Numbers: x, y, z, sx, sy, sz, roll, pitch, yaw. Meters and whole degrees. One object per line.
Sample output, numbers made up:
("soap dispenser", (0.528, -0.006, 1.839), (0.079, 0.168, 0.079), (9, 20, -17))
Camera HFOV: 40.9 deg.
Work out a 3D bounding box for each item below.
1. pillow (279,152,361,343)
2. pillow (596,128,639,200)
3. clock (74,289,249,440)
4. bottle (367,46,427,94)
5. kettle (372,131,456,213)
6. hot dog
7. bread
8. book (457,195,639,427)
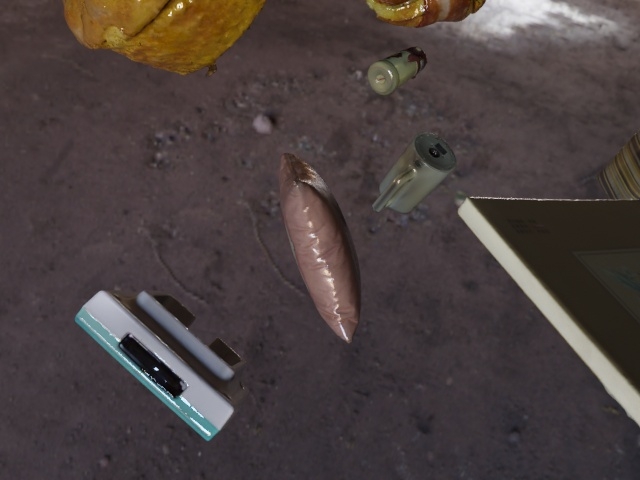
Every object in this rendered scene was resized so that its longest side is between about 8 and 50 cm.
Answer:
("pillow", (0.000, 0.000, 1.183), (0.084, 0.236, 0.223), (-22, 14, 3))
("pillow", (0.573, -0.134, 1.530), (0.038, 0.203, 0.113), (-1, 56, -25))
("clock", (-0.218, 0.169, 1.295), (0.262, 0.231, 0.116), (40, 83, 4))
("bottle", (0.108, -0.237, 1.172), (0.063, 0.047, 0.101), (16, 37, 35))
("kettle", (0.182, -0.120, 1.676), (0.098, 0.148, 0.127), (28, 44, -13))
("hot dog", (0.180, -0.391, 1.315), (0.261, 0.123, 0.093), (-19, 23, -25))
("bread", (-0.208, -0.439, 1.216), (0.215, 0.398, 0.398), (24, 23, -38))
("book", (0.250, 0.075, 0.555), (0.216, 0.021, 0.310), (-1, 42, -36))
